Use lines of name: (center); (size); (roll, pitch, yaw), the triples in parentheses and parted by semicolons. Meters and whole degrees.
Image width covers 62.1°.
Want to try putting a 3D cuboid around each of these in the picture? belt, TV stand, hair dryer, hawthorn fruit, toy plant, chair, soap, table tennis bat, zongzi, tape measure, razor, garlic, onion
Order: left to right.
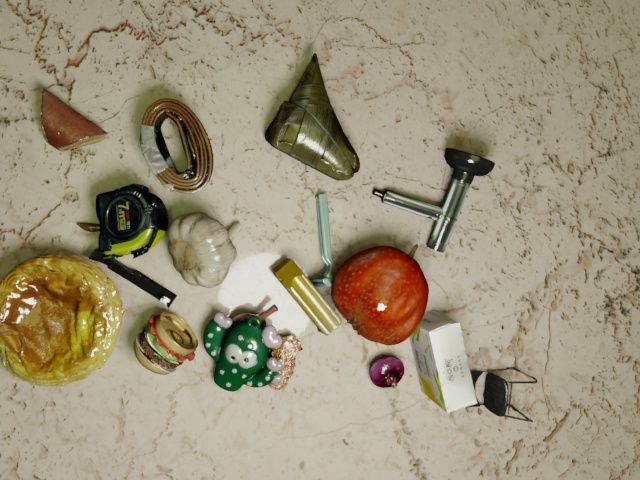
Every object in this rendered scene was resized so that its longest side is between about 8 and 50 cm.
TV stand: (-0.526, 0.105, 1.496); (0.256, 0.049, 0.040); (35, 87, -12)
tape measure: (-0.502, -0.049, 1.430); (0.186, 0.112, 0.199); (-9, 84, 15)
belt: (-0.397, -0.257, 1.472); (0.184, 0.105, 0.262); (-15, 97, -9)
garlic: (-0.303, 0.012, 1.493); (0.212, 0.218, 0.219); (-31, 102, -47)
toy plant: (-0.222, 0.320, 1.526); (0.232, 0.112, 0.243); (1, 106, 7)
table tennis bat: (-0.194, 0.208, 1.595); (0.170, 0.119, 0.107); (-34, 120, 20)
soap: (-0.042, 0.162, 1.557); (0.073, 0.140, 0.232); (-40, 100, -10)
razor: (0.010, -0.001, 1.594); (0.056, 0.111, 0.278); (4, 84, -24)
zongzi: (0.022, -0.354, 1.543); (0.286, 0.138, 0.300); (25, 86, -15)
hawthorn fruit: (0.195, 0.132, 1.559); (0.287, 0.287, 0.330); (45, 70, -11)
onion: (0.207, 0.411, 1.647); (0.115, 0.104, 0.115); (-13, 132, -14)
hair dryer: (0.339, -0.153, 1.619); (0.284, 0.156, 0.320); (25, 97, -23)
chair: (0.554, 0.490, 1.706); (0.221, 0.145, 0.140); (5, 92, -11)

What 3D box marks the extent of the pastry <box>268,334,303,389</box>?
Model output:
pastry: (-0.117, 0.360, 1.597); (0.087, 0.063, 0.169); (23, 85, -11)

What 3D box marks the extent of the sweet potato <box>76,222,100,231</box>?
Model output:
sweet potato: (-0.617, -0.034, 1.480); (0.115, 0.026, 0.026); (6, 92, -15)

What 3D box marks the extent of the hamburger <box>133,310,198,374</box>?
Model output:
hamburger: (-0.434, 0.294, 1.472); (0.175, 0.175, 0.137); (43, 96, -11)

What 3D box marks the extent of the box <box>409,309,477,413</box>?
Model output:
box: (0.366, 0.364, 1.630); (0.111, 0.194, 0.261); (-17, 96, -11)

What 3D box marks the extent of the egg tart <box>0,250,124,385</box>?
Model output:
egg tart: (-0.693, 0.206, 1.416); (0.351, 0.150, 0.352); (0, 88, -9)

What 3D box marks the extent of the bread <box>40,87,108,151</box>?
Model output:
bread: (-0.685, -0.300, 1.425); (0.192, 0.067, 0.119); (34, 86, -12)
